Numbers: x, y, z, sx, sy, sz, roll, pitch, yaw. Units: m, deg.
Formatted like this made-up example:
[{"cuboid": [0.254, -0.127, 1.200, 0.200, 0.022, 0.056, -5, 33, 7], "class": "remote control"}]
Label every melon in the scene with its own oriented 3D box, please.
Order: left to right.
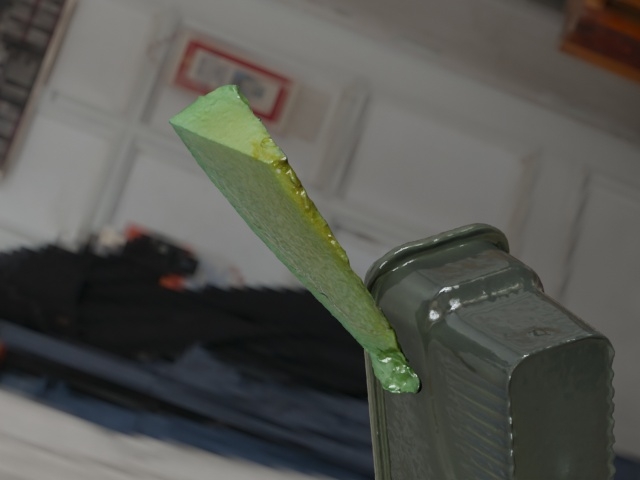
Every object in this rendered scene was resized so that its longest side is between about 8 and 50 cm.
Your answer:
[{"cuboid": [0.000, 0.001, 1.375, 0.053, 0.262, 0.114, -42, 17, -19], "class": "melon"}]

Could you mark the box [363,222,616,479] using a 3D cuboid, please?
[{"cuboid": [0.136, 0.139, 1.469, 0.178, 0.138, 0.274, 30, 132, 53], "class": "box"}]
